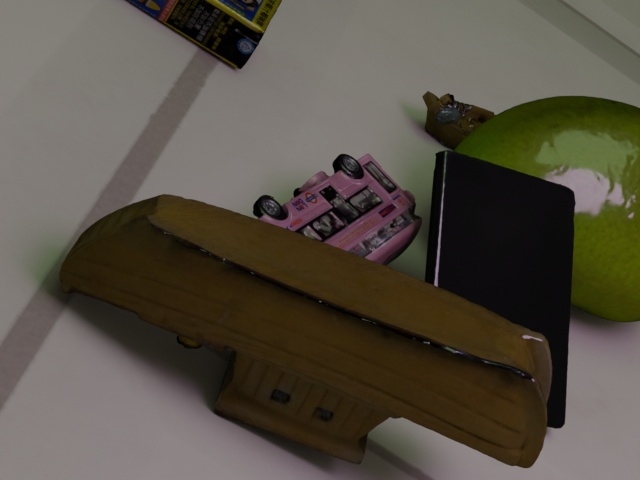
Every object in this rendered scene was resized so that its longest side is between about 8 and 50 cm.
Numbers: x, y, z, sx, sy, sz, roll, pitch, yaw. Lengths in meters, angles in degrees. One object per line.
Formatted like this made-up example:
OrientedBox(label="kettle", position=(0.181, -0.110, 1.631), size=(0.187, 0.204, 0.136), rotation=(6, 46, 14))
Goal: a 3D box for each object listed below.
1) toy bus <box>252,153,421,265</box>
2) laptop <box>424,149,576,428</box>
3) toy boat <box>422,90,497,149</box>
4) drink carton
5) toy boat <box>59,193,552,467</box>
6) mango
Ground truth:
OrientedBox(label="toy bus", position=(0.000, 0.000, 1.017), size=(0.090, 0.063, 0.203), rotation=(46, 34, 6))
OrientedBox(label="laptop", position=(0.136, 0.037, 1.053), size=(0.135, 0.016, 0.197), rotation=(16, 71, -26))
OrientedBox(label="toy boat", position=(0.155, -0.108, 1.324), size=(0.149, 0.049, 0.047), rotation=(17, 38, -30))
OrientedBox(label="drink carton", position=(-0.120, -0.220, 1.185), size=(0.165, 0.056, 0.071), rotation=(33, 40, -9))
OrientedBox(label="toy boat", position=(-0.008, 0.065, 0.872), size=(0.321, 0.121, 0.089), rotation=(20, 34, -3))
OrientedBox(label="mango", position=(0.232, -0.035, 1.192), size=(0.273, 0.149, 0.185), rotation=(22, 78, -22))
